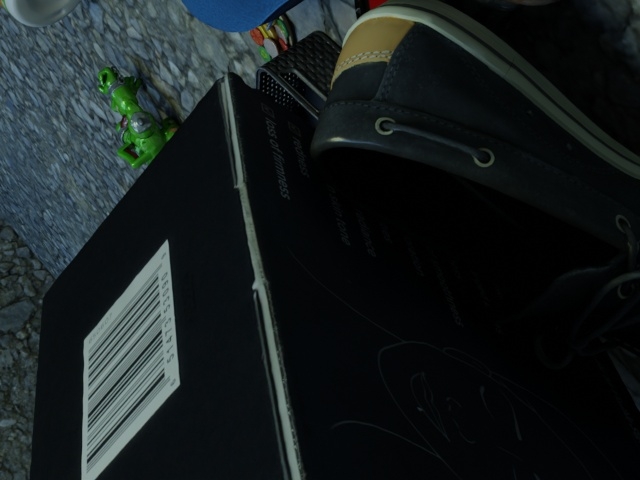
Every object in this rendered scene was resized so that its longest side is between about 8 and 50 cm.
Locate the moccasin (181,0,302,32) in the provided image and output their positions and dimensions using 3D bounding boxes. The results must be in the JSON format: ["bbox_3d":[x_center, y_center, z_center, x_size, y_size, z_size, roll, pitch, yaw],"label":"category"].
[{"bbox_3d":[-0.028,-0.273,1.045,0.342,0.117,0.138,8,130,55],"label":"moccasin"}]

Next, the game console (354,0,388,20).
[{"bbox_3d":[0.078,-0.195,0.979,0.124,0.085,0.144,41,-145,-43],"label":"game console"}]

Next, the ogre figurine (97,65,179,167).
[{"bbox_3d":[-0.272,-0.164,1.702,0.118,0.096,0.197,51,149,36],"label":"ogre figurine"}]

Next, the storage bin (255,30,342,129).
[{"bbox_3d":[-0.004,-0.127,1.247,0.122,0.084,0.180,45,157,19],"label":"storage bin"}]

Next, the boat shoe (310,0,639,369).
[{"bbox_3d":[0.203,0.016,0.859,0.500,0.156,0.187,36,152,-5],"label":"boat shoe"}]

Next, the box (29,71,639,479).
[{"bbox_3d":[0.044,0.193,0.884,0.471,0.297,0.480,30,-155,-27],"label":"box"}]

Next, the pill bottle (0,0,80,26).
[{"bbox_3d":[-0.456,-0.429,1.616,0.245,0.136,0.136,43,155,24],"label":"pill bottle"}]

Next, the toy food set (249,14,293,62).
[{"bbox_3d":[-0.059,-0.240,1.272,0.083,0.020,0.083,57,157,-9],"label":"toy food set"}]

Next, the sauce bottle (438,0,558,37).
[{"bbox_3d":[0.163,-0.228,0.746,0.111,0.111,0.344,52,162,2],"label":"sauce bottle"}]
